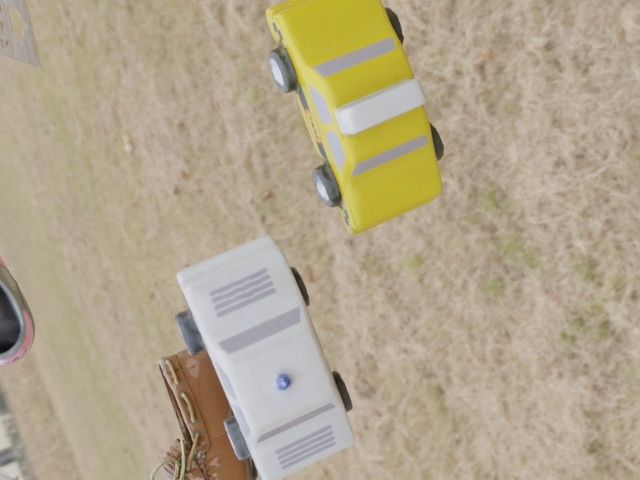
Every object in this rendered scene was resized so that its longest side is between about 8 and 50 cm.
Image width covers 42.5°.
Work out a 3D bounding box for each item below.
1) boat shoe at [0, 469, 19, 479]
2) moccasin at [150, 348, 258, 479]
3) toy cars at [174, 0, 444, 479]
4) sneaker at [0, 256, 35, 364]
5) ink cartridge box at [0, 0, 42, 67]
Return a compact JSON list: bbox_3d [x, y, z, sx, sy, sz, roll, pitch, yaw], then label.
[{"bbox_3d":[-0.451,0.233,0.888,0.098,0.277,0.096,59,-141,-81],"label":"boat shoe"},{"bbox_3d":[-0.169,0.317,1.172,0.139,0.147,0.380,102,157,-53],"label":"moccasin"},{"bbox_3d":[0.000,0.000,0.610,0.087,0.177,0.393,-154,83,-73],"label":"toy cars"},{"bbox_3d":[-0.450,0.016,0.997,0.319,0.112,0.131,57,162,-18],"label":"sneaker"},{"bbox_3d":[-0.518,-0.318,1.151,0.056,0.225,0.181,-42,54,28],"label":"ink cartridge box"}]
